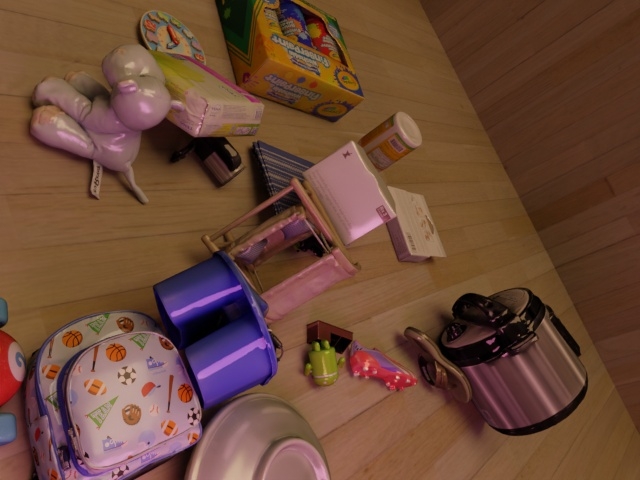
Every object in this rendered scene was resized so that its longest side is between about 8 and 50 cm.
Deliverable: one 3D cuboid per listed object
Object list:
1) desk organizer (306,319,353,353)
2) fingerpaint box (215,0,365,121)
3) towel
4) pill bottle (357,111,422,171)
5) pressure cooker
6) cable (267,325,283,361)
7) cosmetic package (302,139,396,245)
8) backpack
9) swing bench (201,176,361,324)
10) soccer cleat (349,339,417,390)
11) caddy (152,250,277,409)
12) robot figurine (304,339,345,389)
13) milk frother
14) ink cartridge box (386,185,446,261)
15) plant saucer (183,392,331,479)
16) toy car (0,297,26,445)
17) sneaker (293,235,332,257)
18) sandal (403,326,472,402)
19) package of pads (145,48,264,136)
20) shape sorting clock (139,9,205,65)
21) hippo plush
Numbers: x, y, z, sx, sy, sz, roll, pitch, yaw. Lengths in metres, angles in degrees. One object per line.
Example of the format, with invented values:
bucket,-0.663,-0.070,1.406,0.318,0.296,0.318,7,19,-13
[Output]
desk organizer,0.026,0.253,1.361,0.130,0.047,0.050,26,50,-36
fingerpaint box,-0.091,-0.634,1.740,0.444,0.163,0.372,6,61,-46
towel,-0.061,-0.132,1.459,0.243,0.040,0.336,16,40,-39
pill bottle,0.213,-0.322,1.801,0.136,0.245,0.137,28,47,-34
pressure cooker,0.589,0.350,1.668,0.421,0.369,0.375,55,41,-3
cable,-0.164,0.232,1.160,0.184,0.047,0.151,-20,81,-52
cosmetic package,0.092,-0.134,1.417,0.217,0.156,0.385,59,12,-1
backpack,-0.336,0.248,0.835,0.276,0.213,0.264,-11,66,-50
swing bench,-0.081,0.032,1.185,0.255,0.253,0.165,58,10,1
soccer cleat,0.178,0.347,1.445,0.247,0.083,0.095,25,44,-33
caddy,-0.177,0.162,0.958,0.179,0.341,0.241,-22,75,-21
robot figurine,0.008,0.303,1.279,0.101,0.067,0.115,-8,86,-17
milk frother,-0.278,-0.194,1.299,0.143,0.129,0.135,-40,99,-9
ink cartridge box,0.333,-0.055,1.909,0.238,0.060,0.275,7,60,-47
plant saucer,-0.077,0.488,0.986,0.400,0.100,0.401,32,48,-45
toy car,-0.482,0.158,0.692,0.210,0.237,0.219,5,62,-47
sneaker,0.000,0.000,1.501,0.234,0.084,0.097,2,88,-47
sandal,0.343,0.389,1.594,0.303,0.120,0.086,48,66,-11
package of pads,-0.311,-0.353,1.242,0.296,0.101,0.229,35,26,19
shape sorting clock,-0.398,-0.538,1.428,0.206,0.040,0.206,27,47,-34
hippo plush,-0.425,-0.266,1.048,0.234,0.236,0.295,4,63,-48
